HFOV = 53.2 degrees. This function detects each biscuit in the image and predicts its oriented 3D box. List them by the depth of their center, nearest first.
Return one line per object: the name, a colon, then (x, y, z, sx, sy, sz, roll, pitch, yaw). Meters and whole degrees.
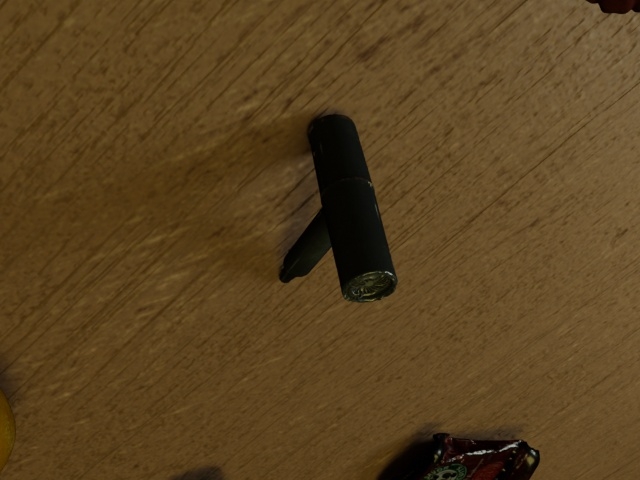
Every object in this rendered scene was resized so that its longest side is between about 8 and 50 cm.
biscuit: (0.221, 0.359, 0.997, 0.235, 0.063, 0.151, 10, 122, -24)

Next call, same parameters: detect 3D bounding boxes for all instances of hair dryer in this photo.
hair dryer: (0.000, 0.015, 0.583, 0.050, 0.173, 0.195, 6, 140, -19)

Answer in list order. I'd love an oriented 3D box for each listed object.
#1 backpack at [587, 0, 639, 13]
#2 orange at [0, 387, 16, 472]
backpack: (0.223, -0.260, 0.422, 0.138, 0.229, 0.229, 7, 138, 26)
orange: (-0.367, 0.188, 0.588, 0.154, 0.134, 0.155, -7, 123, -10)
